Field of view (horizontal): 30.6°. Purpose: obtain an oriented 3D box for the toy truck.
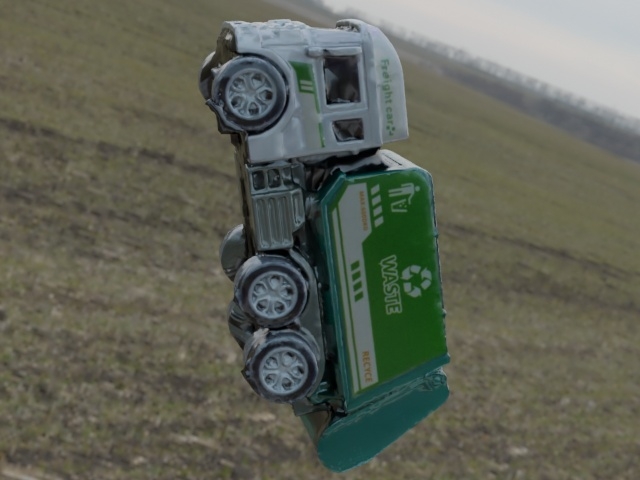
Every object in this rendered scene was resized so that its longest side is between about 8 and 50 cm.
[{"bbox_3d":[0.000,0.000,0.666,0.124,0.253,0.114,-7,13,-10],"label":"toy truck"}]
